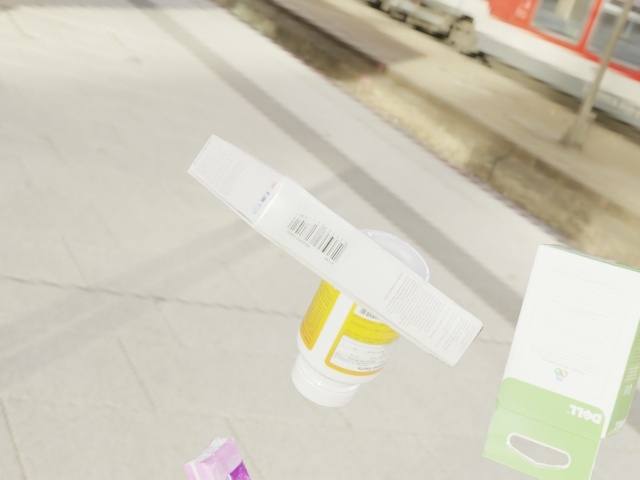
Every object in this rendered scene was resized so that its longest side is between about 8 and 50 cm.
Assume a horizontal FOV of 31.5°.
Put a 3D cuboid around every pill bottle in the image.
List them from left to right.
[{"bbox_3d":[0.047,0.117,1.613,0.136,0.245,0.136,18,33,-12],"label":"pill bottle"}]

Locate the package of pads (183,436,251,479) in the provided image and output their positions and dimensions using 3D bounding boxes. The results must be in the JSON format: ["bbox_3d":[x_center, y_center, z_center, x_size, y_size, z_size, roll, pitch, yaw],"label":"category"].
[{"bbox_3d":[-0.081,0.214,0.967,0.032,0.083,0.050,-15,11,34],"label":"package of pads"}]

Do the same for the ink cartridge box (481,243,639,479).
[{"bbox_3d":[0.234,0.116,1.048,0.109,0.209,0.062,18,7,30],"label":"ink cartridge box"}]

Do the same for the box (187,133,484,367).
[{"bbox_3d":[0.000,0.000,1.108,0.232,0.058,0.322,36,1,-20],"label":"box"}]
